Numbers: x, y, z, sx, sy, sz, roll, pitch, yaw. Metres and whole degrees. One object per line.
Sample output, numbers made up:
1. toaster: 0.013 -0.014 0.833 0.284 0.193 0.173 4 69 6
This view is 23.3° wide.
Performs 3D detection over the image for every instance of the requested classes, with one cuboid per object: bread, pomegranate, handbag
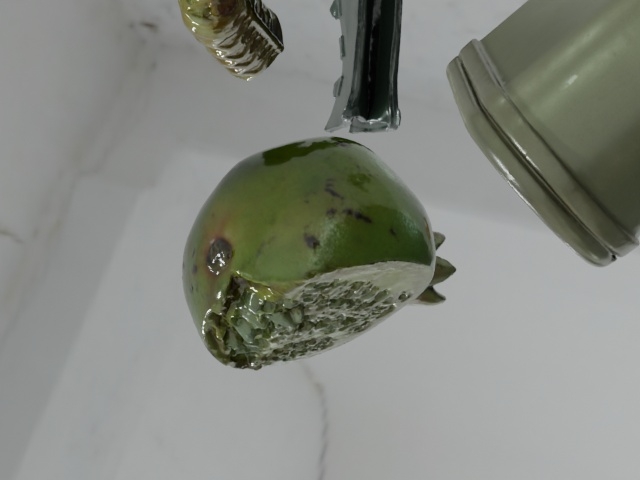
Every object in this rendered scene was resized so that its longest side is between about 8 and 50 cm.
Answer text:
1. bread: -0.109 -0.270 1.893 0.098 0.087 0.269 -51 -12 1
2. pomegranate: 0.000 0.000 1.819 0.359 0.216 0.310 -3 -29 -46
3. handbag: 0.059 -0.272 2.141 0.260 0.079 0.247 -171 86 -81

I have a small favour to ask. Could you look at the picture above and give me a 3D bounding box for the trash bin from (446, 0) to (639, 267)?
1. trash bin: 0.204 -0.123 0.889 0.247 0.121 0.243 -41 13 11
